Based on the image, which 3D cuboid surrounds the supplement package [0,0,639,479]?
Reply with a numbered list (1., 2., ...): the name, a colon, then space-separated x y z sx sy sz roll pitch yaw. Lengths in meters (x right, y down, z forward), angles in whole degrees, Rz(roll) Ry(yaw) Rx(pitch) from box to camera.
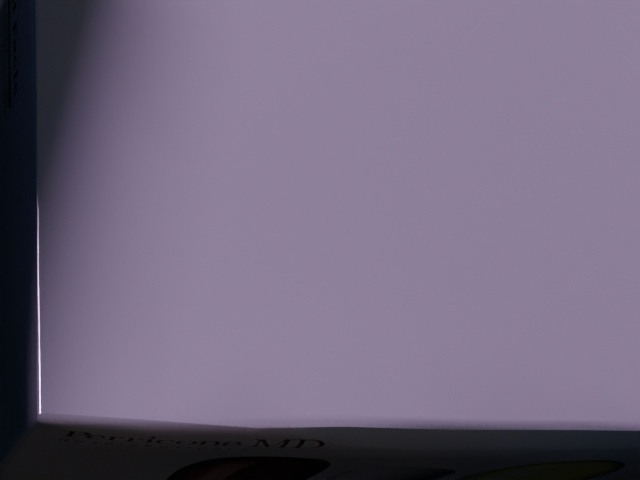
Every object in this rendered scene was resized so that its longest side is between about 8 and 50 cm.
1. supplement package: 0.000 0.000 0.547 0.203 0.194 0.149 133 136 -68
